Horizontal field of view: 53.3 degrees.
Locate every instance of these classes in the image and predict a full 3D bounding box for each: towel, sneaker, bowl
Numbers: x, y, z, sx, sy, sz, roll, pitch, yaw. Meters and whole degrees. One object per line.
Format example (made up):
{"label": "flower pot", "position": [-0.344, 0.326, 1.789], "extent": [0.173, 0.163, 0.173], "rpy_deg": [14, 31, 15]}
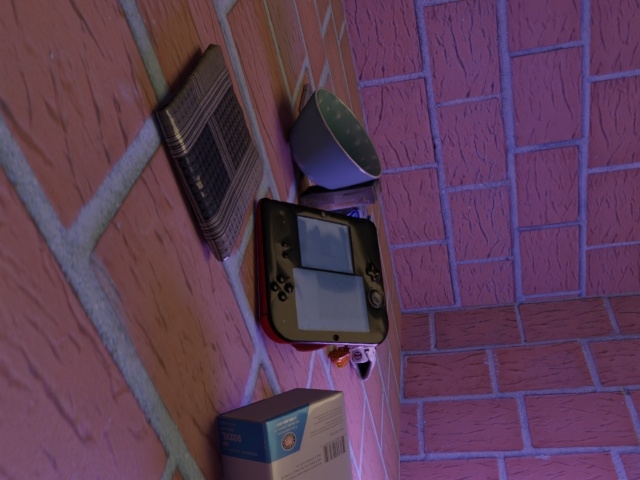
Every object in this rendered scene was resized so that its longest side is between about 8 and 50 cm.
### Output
{"label": "towel", "position": [-0.203, -0.173, 1.210], "extent": [0.324, 0.056, 0.312], "rpy_deg": [-76, 153, -53]}
{"label": "sneaker", "position": [0.152, 0.372, 2.356], "extent": [0.146, 0.123, 0.330], "rpy_deg": [-78, 158, -61]}
{"label": "bowl", "position": [0.026, -0.272, 1.869], "extent": [0.311, 0.163, 0.311], "rpy_deg": [43, 27, -28]}
{"label": "sneaker", "position": [0.070, 0.394, 2.116], "extent": [0.175, 0.064, 0.067], "rpy_deg": [15, 79, -74]}

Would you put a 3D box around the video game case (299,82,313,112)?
{"label": "video game case", "position": [-0.031, -0.405, 2.154], "extent": [0.173, 0.022, 0.190], "rpy_deg": [-83, 162, -48]}

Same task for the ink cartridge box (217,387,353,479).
{"label": "ink cartridge box", "position": [-0.053, 0.449, 1.170], "extent": [0.223, 0.129, 0.307], "rpy_deg": [-5, 89, -51]}

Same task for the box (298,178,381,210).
{"label": "box", "position": [0.063, -0.141, 1.954], "extent": [0.183, 0.231, 0.056], "rpy_deg": [-59, 139, -71]}

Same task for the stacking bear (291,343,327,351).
{"label": "stacking bear", "position": [0.015, 0.199, 1.765], "extent": [0.289, 0.164, 0.175], "rpy_deg": [18, 66, -82]}

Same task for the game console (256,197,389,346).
{"label": "game console", "position": [0.012, 0.084, 1.548], "extent": [0.387, 0.060, 0.341], "rpy_deg": [10, 71, -41]}

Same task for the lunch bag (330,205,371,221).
{"label": "lunch bag", "position": [0.126, -0.023, 2.282], "extent": [0.221, 0.138, 0.293], "rpy_deg": [-82, 151, -58]}
